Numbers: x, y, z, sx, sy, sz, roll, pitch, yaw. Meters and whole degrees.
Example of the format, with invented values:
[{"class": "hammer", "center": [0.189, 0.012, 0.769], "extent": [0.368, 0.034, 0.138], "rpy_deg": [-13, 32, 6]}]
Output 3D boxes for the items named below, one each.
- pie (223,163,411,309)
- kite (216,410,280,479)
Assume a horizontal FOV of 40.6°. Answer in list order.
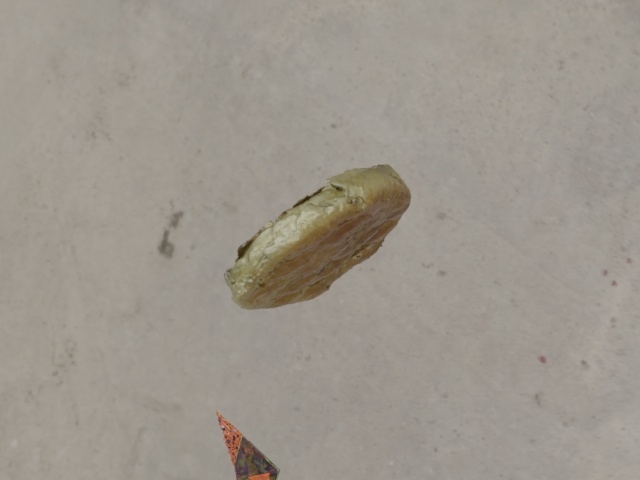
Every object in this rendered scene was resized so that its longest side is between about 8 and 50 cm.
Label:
[{"class": "pie", "center": [0.000, 0.000, 1.341], "extent": [0.339, 0.339, 0.083], "rpy_deg": [-42, 71, 25]}, {"class": "kite", "center": [-0.097, 0.355, 1.314], "extent": [0.125, 0.008, 0.222], "rpy_deg": [-26, 79, 45]}]
